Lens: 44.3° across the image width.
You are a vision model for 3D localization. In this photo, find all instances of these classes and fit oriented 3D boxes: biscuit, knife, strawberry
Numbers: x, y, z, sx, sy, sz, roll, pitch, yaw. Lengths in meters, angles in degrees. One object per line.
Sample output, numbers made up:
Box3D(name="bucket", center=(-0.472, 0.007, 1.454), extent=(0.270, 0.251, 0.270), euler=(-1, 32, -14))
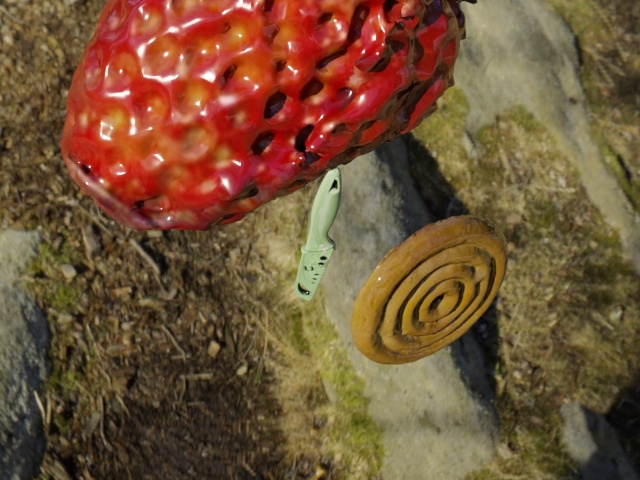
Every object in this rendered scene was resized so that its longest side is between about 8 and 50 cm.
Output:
Box3D(name="biscuit", center=(0.156, 0.076, 1.073), extent=(0.262, 0.262, 0.037), euler=(-20, 47, -21))
Box3D(name="knife", center=(0.000, 0.002, 0.986), extent=(0.043, 0.293, 0.020), euler=(8, 56, -6))
Box3D(name="strawberry", center=(-0.042, -0.107, 0.445), extent=(0.244, 0.205, 0.205), euler=(-45, 68, -1))
